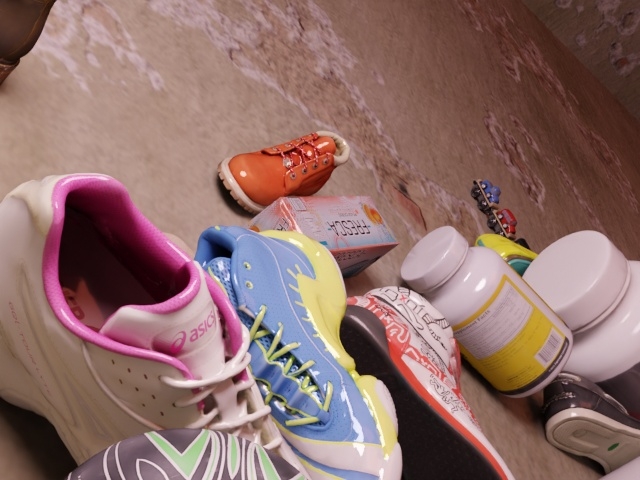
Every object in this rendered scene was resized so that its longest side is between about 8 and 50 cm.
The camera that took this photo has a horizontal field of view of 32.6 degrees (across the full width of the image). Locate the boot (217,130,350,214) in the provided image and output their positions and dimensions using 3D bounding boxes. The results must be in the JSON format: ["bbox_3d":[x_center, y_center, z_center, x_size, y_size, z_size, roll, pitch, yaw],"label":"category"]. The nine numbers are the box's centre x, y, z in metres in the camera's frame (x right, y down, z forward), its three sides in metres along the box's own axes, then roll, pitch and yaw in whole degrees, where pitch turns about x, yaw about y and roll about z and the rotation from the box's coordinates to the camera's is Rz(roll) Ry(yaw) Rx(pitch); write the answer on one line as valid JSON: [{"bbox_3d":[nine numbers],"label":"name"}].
[{"bbox_3d":[-0.031,-0.070,0.998,0.059,0.084,0.158,58,25,9],"label":"boot"}]

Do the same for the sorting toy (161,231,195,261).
[{"bbox_3d":[-0.061,0.102,0.755,0.208,0.038,0.193,45,24,-15],"label":"sorting toy"}]

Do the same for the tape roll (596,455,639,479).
[{"bbox_3d":[0.406,0.363,1.170,0.286,0.100,0.286,42,26,-25],"label":"tape roll"}]

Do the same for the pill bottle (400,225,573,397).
[{"bbox_3d":[0.171,0.072,1.142,0.184,0.103,0.103,44,25,-19],"label":"pill bottle"}]

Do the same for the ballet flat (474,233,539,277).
[{"bbox_3d":[0.277,0.044,1.424,0.231,0.077,0.077,26,19,-43],"label":"ballet flat"}]

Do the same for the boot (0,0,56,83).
[{"bbox_3d":[-0.268,-0.213,0.733,0.219,0.106,0.082,43,25,-21],"label":"boot"}]

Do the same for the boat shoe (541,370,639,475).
[{"bbox_3d":[0.339,0.219,1.268,0.233,0.084,0.079,32,31,-33],"label":"boat shoe"}]

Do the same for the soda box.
[{"bbox_3d":[0.000,0.000,0.980,0.058,0.063,0.183,59,25,13],"label":"soda box"}]

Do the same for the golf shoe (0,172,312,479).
[{"bbox_3d":[-0.077,0.094,0.586,0.306,0.140,0.115,49,49,-4],"label":"golf shoe"}]

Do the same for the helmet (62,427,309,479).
[{"bbox_3d":[-0.060,0.163,0.462,0.169,0.161,0.169,8,57,-13],"label":"helmet"}]

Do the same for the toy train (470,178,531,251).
[{"bbox_3d":[0.253,-0.024,1.513,0.027,0.036,0.158,18,40,-53],"label":"toy train"}]

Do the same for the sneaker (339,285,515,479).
[{"bbox_3d":[0.106,0.154,0.922,0.270,0.090,0.145,52,26,7],"label":"sneaker"}]

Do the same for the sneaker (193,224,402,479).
[{"bbox_3d":[-0.033,0.082,0.707,0.126,0.091,0.240,22,32,-35],"label":"sneaker"}]

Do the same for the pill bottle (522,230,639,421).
[{"bbox_3d":[0.388,0.137,1.347,0.318,0.176,0.176,45,24,-22],"label":"pill bottle"}]
